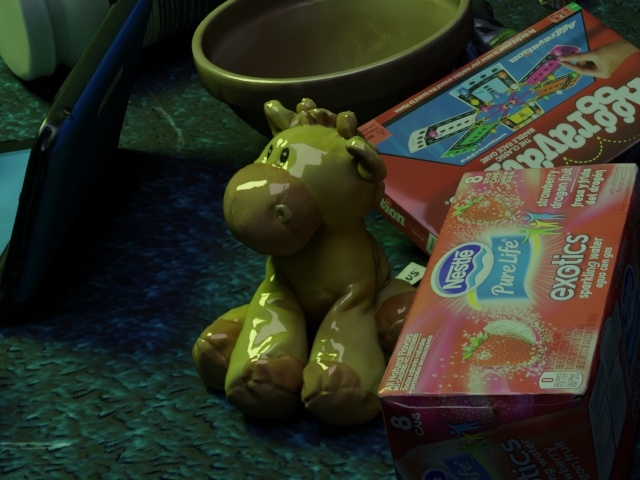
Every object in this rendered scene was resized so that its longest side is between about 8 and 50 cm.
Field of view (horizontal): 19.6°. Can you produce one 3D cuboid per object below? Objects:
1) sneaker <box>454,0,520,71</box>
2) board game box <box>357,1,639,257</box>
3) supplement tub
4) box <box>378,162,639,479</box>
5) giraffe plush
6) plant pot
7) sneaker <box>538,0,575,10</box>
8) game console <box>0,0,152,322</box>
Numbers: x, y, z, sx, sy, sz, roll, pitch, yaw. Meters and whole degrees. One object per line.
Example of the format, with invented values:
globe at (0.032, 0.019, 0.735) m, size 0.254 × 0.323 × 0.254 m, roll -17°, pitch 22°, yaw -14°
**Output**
sneaker at (0.158, -0.148, 1.576) m, size 0.078 × 0.067 × 0.188 m, roll -8°, pitch 33°, yaw -8°
board game box at (0.154, -0.084, 1.439) m, size 0.281 × 0.027 × 0.145 m, roll -32°, pitch 61°, yaw -31°
supplement tub at (-0.191, -0.279, 1.800) m, size 0.272 × 0.191 × 0.191 m, roll -24°, pitch 31°, yaw -20°
box at (0.128, 0.070, 1.134) m, size 0.122 × 0.128 × 0.257 m, roll -1°, pitch 32°, yaw 18°
giraffe plush at (0.000, 0.000, 1.260) m, size 0.181 × 0.170 × 0.210 m, roll 5°, pitch 34°, yaw 28°
plant pot at (0.018, -0.141, 1.563) m, size 0.237 × 0.110 × 0.237 m, roll -10°, pitch 30°, yaw 6°
sneaker at (0.223, -0.235, 1.735) m, size 0.037 × 0.032 × 0.083 m, roll -3°, pitch 23°, yaw 44°
game console at (-0.269, -0.072, 1.502) m, size 0.173 × 0.250 × 0.293 m, roll 18°, pitch 33°, yaw -1°
